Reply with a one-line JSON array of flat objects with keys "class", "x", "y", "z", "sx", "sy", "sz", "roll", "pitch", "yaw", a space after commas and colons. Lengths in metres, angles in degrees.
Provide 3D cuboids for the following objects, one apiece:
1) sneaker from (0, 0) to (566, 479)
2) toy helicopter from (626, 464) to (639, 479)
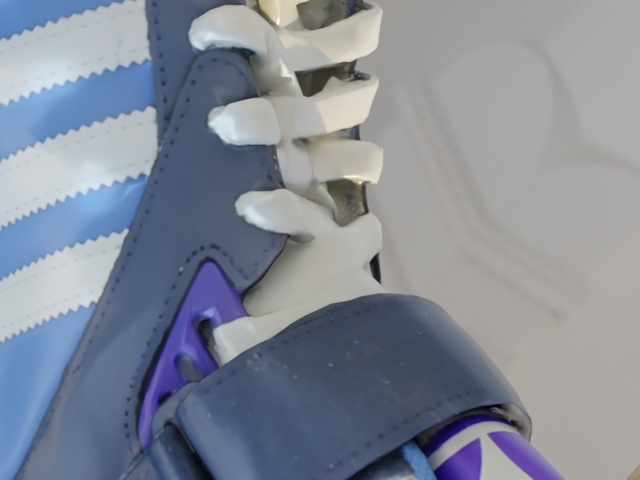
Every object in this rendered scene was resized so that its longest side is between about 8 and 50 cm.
[{"class": "sneaker", "x": 0.000, "y": 0.000, "z": 0.461, "sx": 0.236, "sy": 0.323, "sz": 0.130, "roll": 24, "pitch": -173, "yaw": 28}, {"class": "toy helicopter", "x": 0.240, "y": 0.143, "z": 0.782, "sx": 0.140, "sy": 0.235, "sz": 0.355, "roll": 38, "pitch": 163, "yaw": -23}]
